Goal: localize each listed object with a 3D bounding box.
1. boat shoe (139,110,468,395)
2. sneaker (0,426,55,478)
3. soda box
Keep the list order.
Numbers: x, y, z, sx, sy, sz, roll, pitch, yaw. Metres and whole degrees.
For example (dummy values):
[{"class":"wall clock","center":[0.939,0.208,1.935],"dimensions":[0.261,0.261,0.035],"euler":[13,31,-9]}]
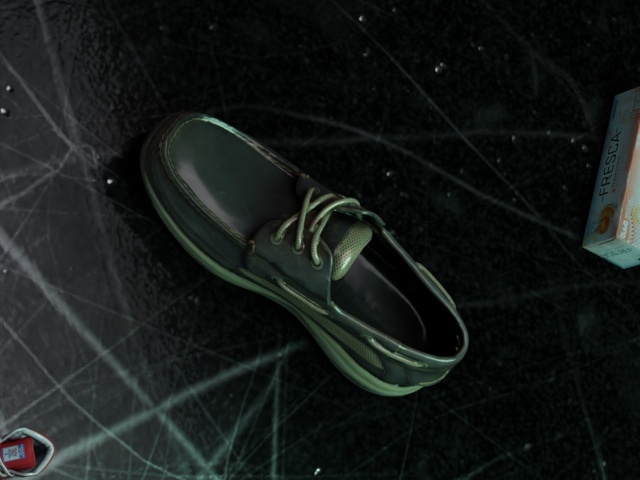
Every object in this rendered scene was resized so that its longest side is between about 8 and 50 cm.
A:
[{"class":"boat shoe","center":[0.000,0.000,1.665],"dimensions":[0.355,0.130,0.132],"euler":[38,61,-19]},{"class":"sneaker","center":[-0.271,0.179,1.492],"dimensions":[0.118,0.067,0.042],"euler":[-13,85,-33]},{"class":"soda box","center":[0.328,-0.067,1.927],"dimensions":[0.063,0.058,0.183],"euler":[26,67,-24]}]
